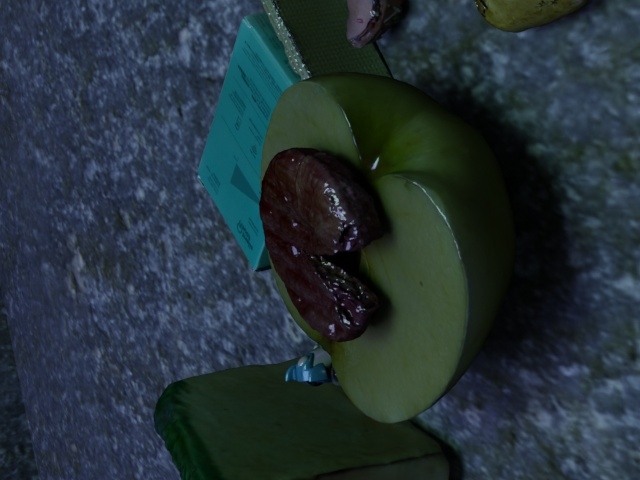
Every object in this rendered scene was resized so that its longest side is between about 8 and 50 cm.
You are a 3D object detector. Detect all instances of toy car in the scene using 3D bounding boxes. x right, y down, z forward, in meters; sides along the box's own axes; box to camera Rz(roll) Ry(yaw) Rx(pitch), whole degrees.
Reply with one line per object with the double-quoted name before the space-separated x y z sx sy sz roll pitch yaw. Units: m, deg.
"toy car" 0.035 0.142 1.569 0.126 0.161 0.098 -13 80 60

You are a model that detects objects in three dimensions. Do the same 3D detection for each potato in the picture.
"potato" 0.211 -0.267 1.191 0.170 0.080 0.107 0 114 57

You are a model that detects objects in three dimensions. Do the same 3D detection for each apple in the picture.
"apple" 0.059 0.008 1.352 0.360 0.311 0.320 101 -177 -45

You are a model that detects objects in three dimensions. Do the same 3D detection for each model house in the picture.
"model house" -0.048 0.392 1.647 0.382 0.334 0.343 -144 50 -61

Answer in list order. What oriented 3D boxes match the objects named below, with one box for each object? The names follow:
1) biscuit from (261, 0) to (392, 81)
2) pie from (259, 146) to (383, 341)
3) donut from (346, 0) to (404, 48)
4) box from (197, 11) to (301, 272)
"biscuit" 0.009 -0.247 1.484 0.199 0.121 0.040 65 149 16
"pie" 0.000 0.000 1.308 0.204 0.054 0.219 47 145 36
"donut" 0.057 -0.328 1.429 0.117 0.065 0.166 -29 78 60
"box" -0.052 -0.135 1.632 0.205 0.118 0.311 59 144 31
